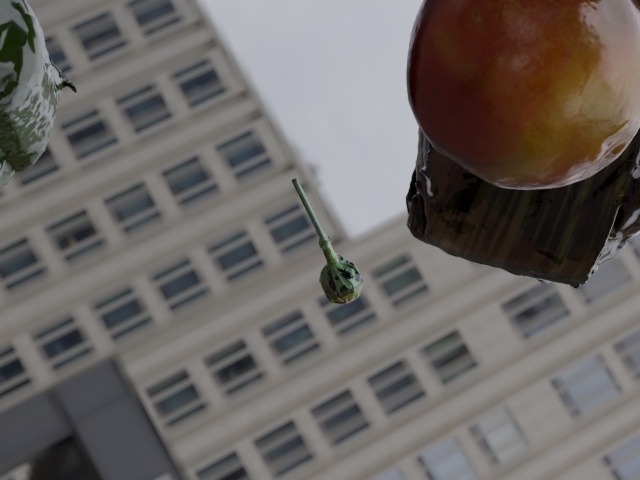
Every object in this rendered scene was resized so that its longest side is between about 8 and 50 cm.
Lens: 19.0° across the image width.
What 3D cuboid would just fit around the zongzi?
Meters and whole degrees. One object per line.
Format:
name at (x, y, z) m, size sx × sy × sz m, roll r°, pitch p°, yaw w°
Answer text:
zongzi at (0.153, -0.132, 0.855) m, size 0.154 × 0.289 × 0.317 m, roll 20°, pitch -12°, yaw -7°

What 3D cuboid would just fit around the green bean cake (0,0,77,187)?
green bean cake at (-0.308, -0.110, 1.120) m, size 0.250 × 0.247 × 0.156 m, roll 50°, pitch -9°, yaw 15°

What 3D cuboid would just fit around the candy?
candy at (0.000, 0.000, 1.050) m, size 0.025 × 0.023 × 0.083 m, roll -107°, pitch 171°, yaw -63°

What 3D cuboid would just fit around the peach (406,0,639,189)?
peach at (0.083, -0.069, 0.737) m, size 0.101 × 0.100 × 0.101 m, roll 48°, pitch -26°, yaw 33°
